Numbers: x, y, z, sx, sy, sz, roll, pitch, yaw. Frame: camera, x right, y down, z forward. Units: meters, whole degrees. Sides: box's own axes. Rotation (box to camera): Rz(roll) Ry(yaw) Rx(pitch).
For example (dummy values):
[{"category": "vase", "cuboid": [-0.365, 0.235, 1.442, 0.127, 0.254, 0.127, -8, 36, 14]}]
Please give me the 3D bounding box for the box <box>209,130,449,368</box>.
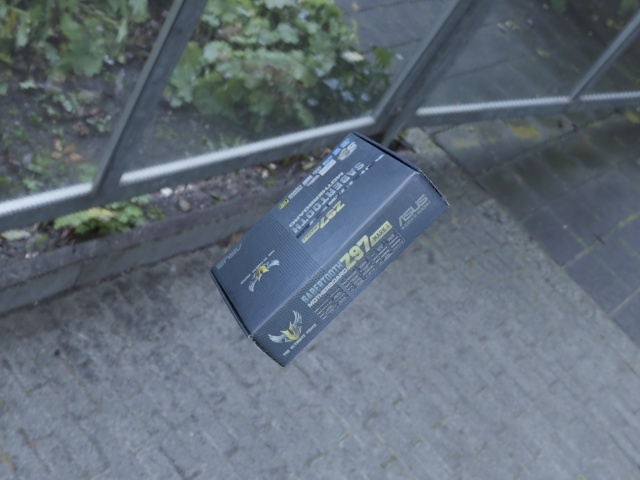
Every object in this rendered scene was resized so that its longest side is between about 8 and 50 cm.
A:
[{"category": "box", "cuboid": [0.000, 0.000, 0.925, 0.059, 0.233, 0.183, 45, 1, -28]}]
